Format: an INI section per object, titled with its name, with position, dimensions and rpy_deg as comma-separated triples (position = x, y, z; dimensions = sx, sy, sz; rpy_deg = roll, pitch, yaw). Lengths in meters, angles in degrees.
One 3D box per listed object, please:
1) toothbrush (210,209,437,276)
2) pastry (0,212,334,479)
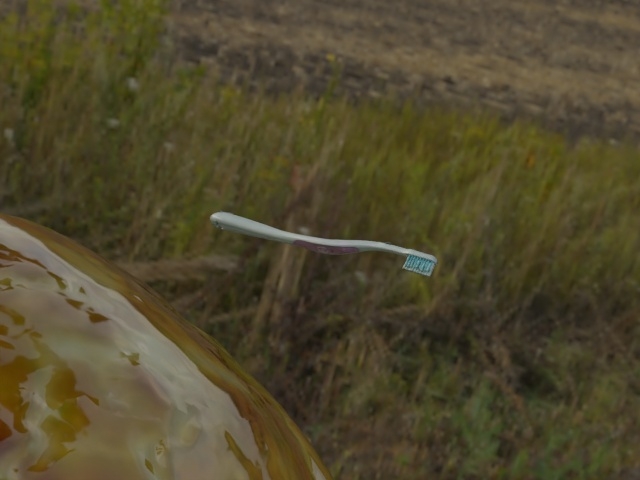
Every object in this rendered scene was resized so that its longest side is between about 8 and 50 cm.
[toothbrush]
position = 0.000, 0.000, 1.055
dimensions = 0.204, 0.017, 0.022
rpy_deg = 13, 59, 22
[pastry]
position = -0.147, 0.157, 0.530
dimensions = 0.389, 0.312, 0.388
rpy_deg = 32, 2, -1
